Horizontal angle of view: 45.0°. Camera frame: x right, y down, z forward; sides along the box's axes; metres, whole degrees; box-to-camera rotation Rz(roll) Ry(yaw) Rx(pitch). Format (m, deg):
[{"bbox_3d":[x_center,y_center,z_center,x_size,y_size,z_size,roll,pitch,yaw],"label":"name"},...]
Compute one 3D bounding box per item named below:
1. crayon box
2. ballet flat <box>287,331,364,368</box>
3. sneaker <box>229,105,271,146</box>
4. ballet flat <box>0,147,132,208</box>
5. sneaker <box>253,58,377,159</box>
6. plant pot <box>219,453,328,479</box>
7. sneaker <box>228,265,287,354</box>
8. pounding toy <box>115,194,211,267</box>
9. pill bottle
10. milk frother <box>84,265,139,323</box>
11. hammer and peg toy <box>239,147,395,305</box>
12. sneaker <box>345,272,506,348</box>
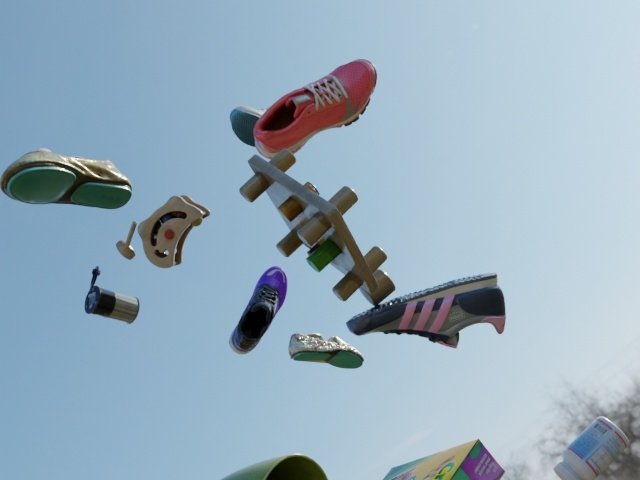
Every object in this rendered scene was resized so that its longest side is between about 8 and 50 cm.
[{"bbox_3d":[0.178,0.599,1.620,0.363,0.106,0.313,-40,-1,-42],"label":"crayon box"},{"bbox_3d":[0.017,0.286,2.055,0.241,0.077,0.091,16,-44,-37],"label":"ballet flat"},{"bbox_3d":[-0.140,-0.285,1.906,0.087,0.092,0.228,-36,-32,28],"label":"sneaker"},{"bbox_3d":[-0.526,-0.133,1.568,0.123,0.123,0.348,-43,-19,17],"label":"ballet flat"},{"bbox_3d":[-0.010,-0.286,1.654,0.314,0.116,0.136,-35,-13,1],"label":"sneaker"},{"bbox_3d":[-0.164,0.700,2.024,0.293,0.275,0.274,-14,-10,42],"label":"plant pot"},{"bbox_3d":[-0.165,0.197,2.286,0.293,0.102,0.146,-65,5,-24],"label":"sneaker"},{"bbox_3d":[-0.440,-0.007,2.173,0.269,0.154,0.155,-38,-3,12],"label":"pounding toy"},{"bbox_3d":[0.592,0.471,1.699,0.160,0.087,0.087,-41,-27,-7],"label":"pill bottle"},{"bbox_3d":[-0.610,0.158,2.253,0.134,0.143,0.129,23,-15,-40],"label":"milk frother"},{"bbox_3d":[0.000,0.000,1.505,0.127,0.266,0.361,-44,-40,-12],"label":"hammer and peg toy"},{"bbox_3d":[0.210,0.164,1.529,0.319,0.131,0.112,-17,0,17],"label":"sneaker"}]
